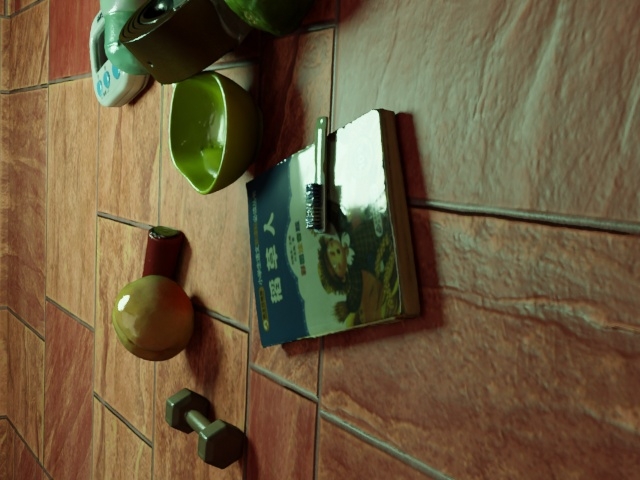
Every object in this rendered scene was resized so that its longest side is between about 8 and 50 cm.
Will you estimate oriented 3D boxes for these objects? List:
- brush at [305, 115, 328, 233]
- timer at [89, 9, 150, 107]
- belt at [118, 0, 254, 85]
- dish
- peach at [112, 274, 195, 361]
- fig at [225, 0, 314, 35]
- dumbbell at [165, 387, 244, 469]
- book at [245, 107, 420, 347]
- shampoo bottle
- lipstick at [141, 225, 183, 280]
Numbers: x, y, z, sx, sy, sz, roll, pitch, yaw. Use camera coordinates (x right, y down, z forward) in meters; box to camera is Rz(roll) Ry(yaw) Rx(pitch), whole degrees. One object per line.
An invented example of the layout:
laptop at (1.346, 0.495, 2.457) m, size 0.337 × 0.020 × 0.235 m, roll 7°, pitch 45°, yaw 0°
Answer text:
brush at (-0.007, -0.099, 1.281) m, size 0.033 × 0.030 × 0.178 m, roll 174°, pitch 98°, yaw -68°
timer at (-0.488, -0.460, 2.078) m, size 0.262 × 0.087 × 0.237 m, roll -20°, pitch 75°, yaw 57°
belt at (-0.247, -0.395, 1.563) m, size 0.217 × 0.122 × 0.339 m, roll -46°, pitch 27°, yaw -8°
dish at (-0.185, -0.204, 1.566) m, size 0.262 × 0.108 × 0.221 m, roll 32°, pitch 118°, yaw 53°
peach at (-0.348, 0.168, 1.788) m, size 0.184 × 0.184 × 0.184 m, roll 2°, pitch 93°, yaw 59°
fig at (-0.079, -0.443, 1.339) m, size 0.167 × 0.167 × 0.233 m, roll 27°, pitch 120°, yaw 55°
dumbbell at (-0.233, 0.369, 1.685) m, size 0.231 × 0.082 × 0.092 m, roll 23°, pitch 109°, yaw 56°
book at (0.000, 0.000, 1.333) m, size 0.428 × 0.039 × 0.300 m, roll -22°, pitch 72°, yaw 57°
shampoo bottle at (-0.402, -0.540, 1.873) m, size 0.222 × 0.151 × 0.349 m, roll -1°, pitch 90°, yaw 46°
lipstick at (-0.362, 0.085, 1.893) m, size 0.080 × 0.080 × 0.241 m, roll 44°, pitch 127°, yaw 49°
